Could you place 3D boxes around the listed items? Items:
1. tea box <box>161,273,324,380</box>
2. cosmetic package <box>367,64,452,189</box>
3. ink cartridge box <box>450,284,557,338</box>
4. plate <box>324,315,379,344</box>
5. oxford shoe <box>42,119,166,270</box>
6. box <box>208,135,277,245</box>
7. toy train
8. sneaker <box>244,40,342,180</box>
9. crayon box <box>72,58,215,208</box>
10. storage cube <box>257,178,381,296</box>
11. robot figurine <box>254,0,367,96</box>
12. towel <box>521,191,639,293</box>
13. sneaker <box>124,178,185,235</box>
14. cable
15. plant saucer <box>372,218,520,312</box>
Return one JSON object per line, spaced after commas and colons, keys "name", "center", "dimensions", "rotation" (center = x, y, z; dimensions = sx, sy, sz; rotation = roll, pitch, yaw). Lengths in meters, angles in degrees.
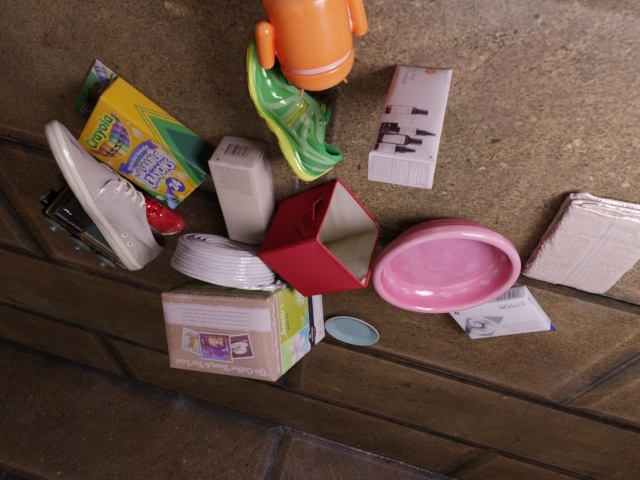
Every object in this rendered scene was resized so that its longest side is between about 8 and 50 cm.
{"name": "tea box", "center": [-0.203, 0.213, 1.313], "dimensions": [0.329, 0.323, 0.220], "rotation": [0, 101, 23]}
{"name": "cosmetic package", "center": [0.147, -0.190, 0.747], "dimensions": [0.099, 0.239, 0.060], "rotation": [11, 143, 10]}
{"name": "ink cartridge box", "center": [0.498, 0.219, 1.286], "dimensions": [0.223, 0.045, 0.224], "rotation": [-19, 130, 40]}
{"name": "plate", "center": [0.108, 0.300, 1.585], "dimensions": [0.188, 0.024, 0.188], "rotation": [13, 144, 10]}
{"name": "oxford shoe", "center": [-0.505, -0.106, 1.129], "dimensions": [0.130, 0.169, 0.449], "rotation": [-28, 138, -12]}
{"name": "box", "center": [-0.176, -0.109, 1.119], "dimensions": [0.113, 0.094, 0.275], "rotation": [12, 144, 9]}
{"name": "toy train", "center": [-0.654, -0.029, 1.369], "dimensions": [0.190, 0.142, 0.334], "rotation": [4, 145, 48]}
{"name": "sneaker", "center": [-0.048, -0.252, 0.892], "dimensions": [0.123, 0.109, 0.295], "rotation": [-22, 130, 13]}
{"name": "crayon box", "center": [-0.421, -0.228, 1.084], "dimensions": [0.323, 0.083, 0.203], "rotation": [37, 140, -23]}
{"name": "storage cube", "center": [0.000, 0.000, 1.109], "dimensions": [0.193, 0.183, 0.215], "rotation": [-15, 133, 40]}
{"name": "robot figurine", "center": [-0.017, -0.332, 0.731], "dimensions": [0.128, 0.158, 0.219], "rotation": [20, 148, 28]}
{"name": "towel", "center": [0.566, 0.013, 0.989], "dimensions": [0.187, 0.049, 0.282], "rotation": [14, 145, 9]}
{"name": "sneaker", "center": [-0.486, -0.093, 1.287], "dimensions": [0.221, 0.087, 0.128], "rotation": [15, 145, 3]}
{"name": "cable", "center": [-0.235, 0.047, 1.167], "dimensions": [0.257, 0.089, 0.257], "rotation": [7, -170, -38]}
{"name": "plant saucer", "center": [0.287, 0.058, 1.097], "dimensions": [0.332, 0.084, 0.332], "rotation": [1, 143, 1]}
